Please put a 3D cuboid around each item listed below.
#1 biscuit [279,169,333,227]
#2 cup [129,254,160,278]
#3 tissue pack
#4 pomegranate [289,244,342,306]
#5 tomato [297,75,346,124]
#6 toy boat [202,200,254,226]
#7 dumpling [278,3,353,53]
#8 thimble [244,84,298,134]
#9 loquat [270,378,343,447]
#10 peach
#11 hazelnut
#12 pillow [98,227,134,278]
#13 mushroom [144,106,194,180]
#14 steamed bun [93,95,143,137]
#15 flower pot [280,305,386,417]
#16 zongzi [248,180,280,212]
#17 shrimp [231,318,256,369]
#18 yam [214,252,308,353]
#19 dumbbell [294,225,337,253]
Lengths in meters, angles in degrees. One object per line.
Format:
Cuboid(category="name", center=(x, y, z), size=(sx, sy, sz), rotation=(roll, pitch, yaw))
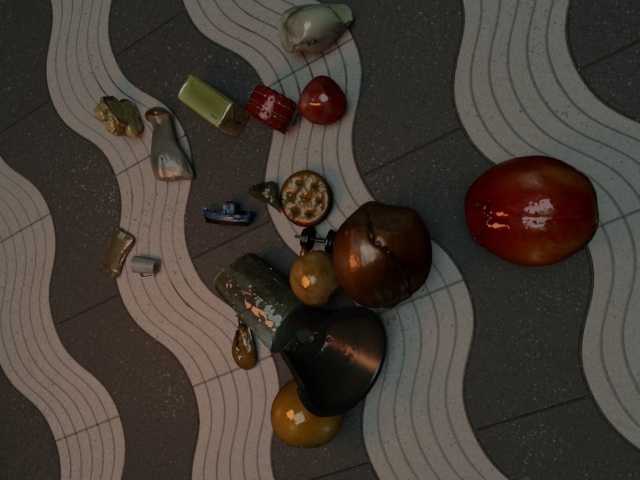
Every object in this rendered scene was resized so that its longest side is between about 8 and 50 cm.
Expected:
Cuboid(category="biscuit", center=(-0.057, -0.159, 1.715), size=(0.221, 0.066, 0.220), rotation=(0, 89, 17))
Cuboid(category="cup", center=(-0.757, 0.121, 1.926), size=(0.116, 0.074, 0.104), rotation=(7, 115, 12))
Cuboid(category="tissue pack", center=(-0.423, -0.535, 1.780), size=(0.234, 0.159, 0.125), rotation=(37, 99, 14))
Cuboid(category="pomegranate", center=(-0.012, 0.135, 1.602), size=(0.207, 0.207, 0.207), rotation=(0, 89, 17))
Cuboid(category="tomato", center=(0.004, -0.515, 1.660), size=(0.187, 0.151, 0.187), rotation=(1, 95, 16))
Cuboid(category="toy boat", center=(-0.376, -0.113, 1.791), size=(0.223, 0.100, 0.097), rotation=(6, 100, 15))
Cuboid(category="dumpling", center=(-0.030, -0.818, 1.688), size=(0.226, 0.243, 0.175), rotation=(61, 145, 27))
Cuboid(category="thimble", center=(-0.192, -0.505, 1.707), size=(0.190, 0.163, 0.125), rotation=(32, 97, 29))
Cuboid(category="loquat", center=(-0.049, 0.623, 1.606), size=(0.263, 0.263, 0.263), rotation=(0, 89, 17))
Cuboid(category="peach", center=(0.632, -0.088, 1.370), size=(0.370, 0.370, 0.369), rotation=(0, 89, 17))
Cuboid(category="hazelnut", center=(0.207, 0.048, 1.507), size=(0.372, 0.315, 0.372), rotation=(-1, 92, -16))
Cuboid(category="pillow", center=(-0.915, 0.055, 1.985), size=(0.130, 0.033, 0.217), rotation=(29, 98, 18))
Cuboid(category="mushroom", center=(-0.646, -0.400, 1.882), size=(0.159, 0.122, 0.328), rotation=(-12, 86, -20))
Cuboid(category="steamed bun", center=(-0.865, -0.515, 1.914), size=(0.106, 0.177, 0.192), rotation=(-28, 95, 23))
Cuboid(category="flower pot", center=(0.021, 0.376, 1.535), size=(0.251, 0.379, 0.379), rotation=(16, 95, 51))
Cuboid(category="zongzi", center=(-0.237, -0.160, 1.780), size=(0.154, 0.062, 0.130), rotation=(-10, 99, 22))
Cuboid(category="shrimp", center=(-0.317, 0.417, 1.797), size=(0.115, 0.051, 0.217), rotation=(-9, 89, 18))
Cuboid(category="yam", center=(-0.219, 0.225, 1.688), size=(0.348, 0.241, 0.241), rotation=(42, 100, 15))
Cuboid(category="dumbbell", center=(0.000, 0.000, 1.679), size=(0.209, 0.099, 0.099), rotation=(10, 92, 17))
